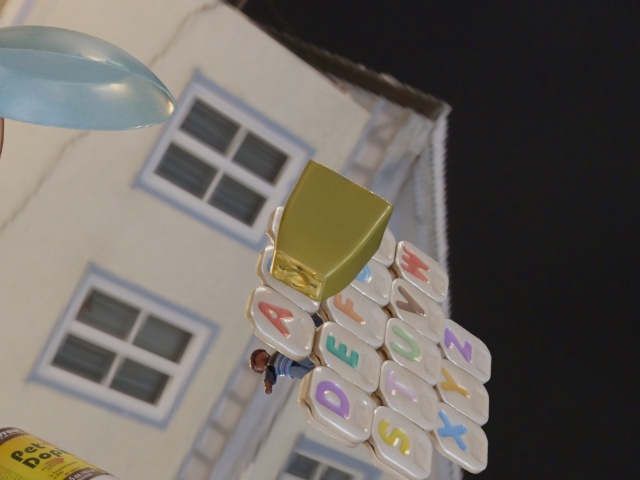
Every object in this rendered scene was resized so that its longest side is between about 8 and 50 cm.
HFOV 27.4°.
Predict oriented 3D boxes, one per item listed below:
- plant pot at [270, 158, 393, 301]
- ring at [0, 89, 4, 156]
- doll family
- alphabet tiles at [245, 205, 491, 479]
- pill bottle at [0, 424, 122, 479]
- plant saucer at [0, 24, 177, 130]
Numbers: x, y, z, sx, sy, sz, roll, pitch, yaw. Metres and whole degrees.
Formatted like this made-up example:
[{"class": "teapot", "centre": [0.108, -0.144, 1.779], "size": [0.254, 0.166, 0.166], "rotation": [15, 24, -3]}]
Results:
[{"class": "plant pot", "centre": [0.000, 0.000, 1.090], "size": [0.081, 0.081, 0.083], "rotation": [30, -119, 8]}, {"class": "ring", "centre": [-0.431, -0.117, 1.094], "size": [0.336, 0.336, 0.032], "rotation": [-37, -160, 23]}, {"class": "doll family", "centre": [-0.007, 0.090, 1.443], "size": [0.111, 0.076, 0.193], "rotation": [6, -145, 39]}, {"class": "alphabet tiles", "centre": [0.057, 0.088, 1.223], "size": [0.021, 0.278, 0.284], "rotation": [-42, -157, 35]}, {"class": "pill bottle", "centre": [-0.303, 0.264, 1.359], "size": [0.215, 0.117, 0.117], "rotation": [18, -99, 32]}, {"class": "plant saucer", "centre": [-0.206, -0.130, 1.018], "size": [0.195, 0.195, 0.038], "rotation": [-6, -105, 41]}]
